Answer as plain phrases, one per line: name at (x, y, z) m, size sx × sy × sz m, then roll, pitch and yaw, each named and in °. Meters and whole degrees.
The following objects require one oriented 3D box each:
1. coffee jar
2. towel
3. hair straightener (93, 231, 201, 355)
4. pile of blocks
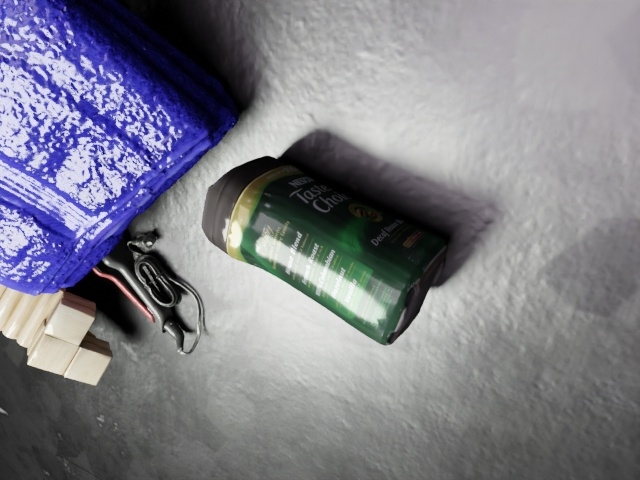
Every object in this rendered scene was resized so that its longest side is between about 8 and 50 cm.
coffee jar at (0.000, 0.000, 0.443) m, size 0.184 × 0.096 × 0.079 m, roll 27°, pitch 121°, yaw 18°
towel at (-0.249, -0.075, 0.485) m, size 0.308 × 0.076 × 0.228 m, roll -37°, pitch 127°, yaw 27°
hair straightener at (-0.211, 0.032, 0.622) m, size 0.230 × 0.047 × 0.089 m, roll 51°, pitch 129°, yaw 1°
pile of blocks at (-0.392, 0.035, 0.714) m, size 0.362 × 0.149 × 0.112 m, roll 32°, pitch 94°, yaw 7°
